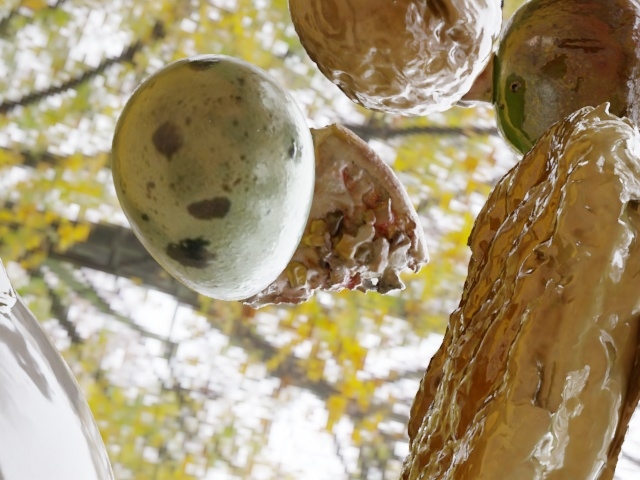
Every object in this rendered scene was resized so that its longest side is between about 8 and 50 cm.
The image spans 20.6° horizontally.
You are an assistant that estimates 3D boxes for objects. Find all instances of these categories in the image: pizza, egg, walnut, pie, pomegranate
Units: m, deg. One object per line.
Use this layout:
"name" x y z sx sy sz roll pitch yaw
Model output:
"pizza" 0.000 0.000 1.682 0.195 0.185 0.052 -39 -165 -7
"egg" -0.091 -0.051 1.537 0.177 0.177 0.228 25 -48 46
"walnut" 0.049 -0.178 1.287 0.155 0.184 0.155 -19 -129 25
"pie" 0.090 0.089 0.846 0.339 0.083 0.340 -160 -90 -89
"pomegranate" 0.205 -0.141 1.568 0.209 0.180 0.180 8 -99 17

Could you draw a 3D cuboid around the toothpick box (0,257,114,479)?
"toothpick box" -0.342 0.129 1.024 0.408 0.425 0.409 -24 -150 14
